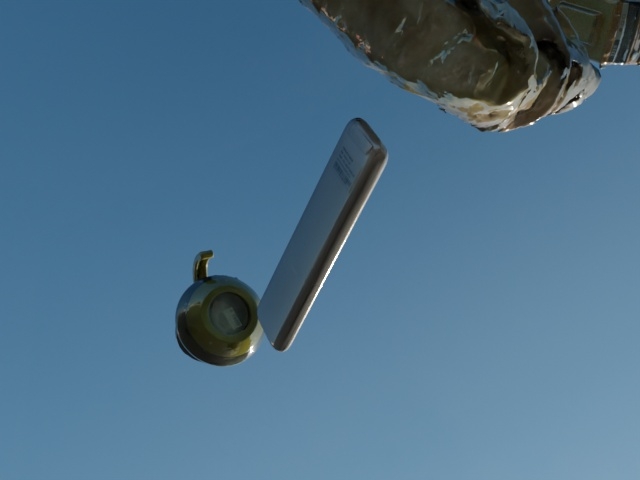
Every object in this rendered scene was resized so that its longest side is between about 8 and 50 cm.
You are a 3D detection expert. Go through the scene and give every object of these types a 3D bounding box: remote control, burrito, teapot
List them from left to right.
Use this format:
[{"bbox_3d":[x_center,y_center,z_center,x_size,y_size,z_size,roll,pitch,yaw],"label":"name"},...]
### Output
[{"bbox_3d":[-0.149,0.100,1.278,0.119,0.130,0.165,-38,-115,61],"label":"teapot"},{"bbox_3d":[0.000,0.000,0.899,0.029,0.067,0.261,4,-53,-33],"label":"remote control"},{"bbox_3d":[0.023,-0.191,0.584,0.348,0.175,0.107,42,-73,11],"label":"burrito"}]

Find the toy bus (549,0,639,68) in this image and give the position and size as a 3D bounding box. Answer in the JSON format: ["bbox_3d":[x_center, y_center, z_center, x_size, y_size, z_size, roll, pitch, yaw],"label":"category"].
[{"bbox_3d":[0.328,-0.285,1.153,0.182,0.103,0.091,34,-55,42],"label":"toy bus"}]
